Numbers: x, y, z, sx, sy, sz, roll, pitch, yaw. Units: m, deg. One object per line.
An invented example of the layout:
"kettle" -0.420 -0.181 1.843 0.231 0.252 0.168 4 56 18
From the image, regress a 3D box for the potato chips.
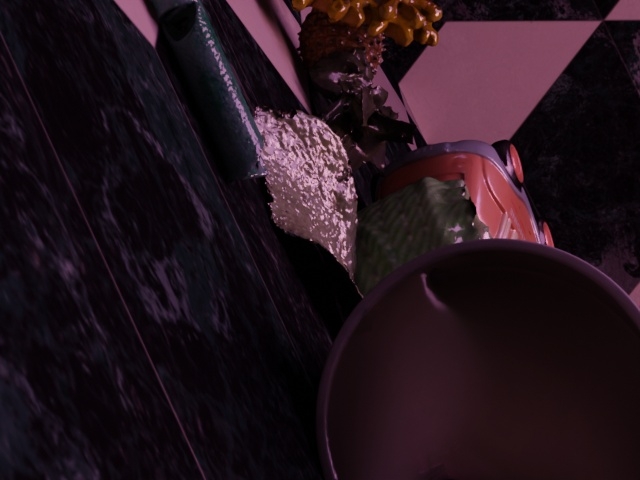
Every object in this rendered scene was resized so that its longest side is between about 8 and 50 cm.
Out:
"potato chips" 0.008 -0.002 1.243 0.167 0.059 0.228 40 30 -56

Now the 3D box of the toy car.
"toy car" 0.169 0.024 1.739 0.212 0.181 0.270 -80 149 -50

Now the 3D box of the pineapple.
"pineapple" 0.036 -0.193 1.763 0.277 0.119 0.130 -102 -177 -50

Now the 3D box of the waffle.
"waffle" 0.018 -0.349 1.815 0.260 0.069 0.293 13 30 -25

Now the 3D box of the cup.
"cup" 0.148 0.188 1.059 0.327 0.237 0.322 42 53 -68

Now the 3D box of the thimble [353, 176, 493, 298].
"thimble" 0.113 0.048 1.404 0.219 0.150 0.219 61 10 -18

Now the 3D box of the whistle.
"whistle" -0.088 -0.131 1.103 0.186 0.039 0.039 66 9 7
